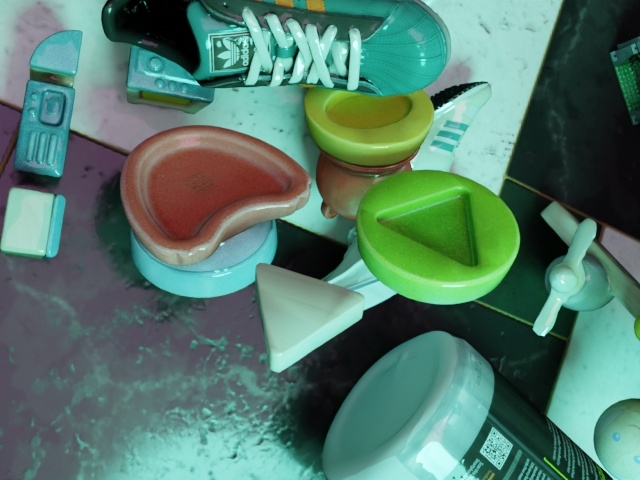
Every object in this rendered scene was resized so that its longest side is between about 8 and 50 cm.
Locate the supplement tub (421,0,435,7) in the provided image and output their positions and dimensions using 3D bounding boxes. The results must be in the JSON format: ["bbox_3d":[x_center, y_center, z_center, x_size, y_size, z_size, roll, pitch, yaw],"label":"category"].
[{"bbox_3d":[-0.008,-0.319,0.775,0.272,0.191,0.191,36,77,-15],"label":"supplement tub"}]

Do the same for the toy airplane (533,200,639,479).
[{"bbox_3d":[0.394,0.148,0.838,0.272,0.386,0.384,-38,112,-1],"label":"toy airplane"}]

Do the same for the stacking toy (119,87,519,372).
[{"bbox_3d":[0.000,0.000,0.713,0.309,0.130,0.279,-21,52,-23],"label":"stacking toy"}]

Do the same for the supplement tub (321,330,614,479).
[{"bbox_3d":[0.172,0.255,0.815,0.316,0.194,0.193,43,75,-12],"label":"supplement tub"}]

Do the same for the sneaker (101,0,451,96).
[{"bbox_3d":[-0.045,-0.171,0.703,0.302,0.108,0.121,15,40,15],"label":"sneaker"}]

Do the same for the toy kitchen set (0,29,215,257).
[{"bbox_3d":[-0.187,-0.080,0.739,0.166,0.122,0.207,8,85,-19],"label":"toy kitchen set"}]

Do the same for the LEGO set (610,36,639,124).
[{"bbox_3d":[0.511,-0.156,0.950,0.255,0.192,0.331,-13,92,-19],"label":"LEGO set"}]

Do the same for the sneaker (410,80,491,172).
[{"bbox_3d":[0.129,-0.110,0.892,0.161,0.057,0.075,-36,110,-16],"label":"sneaker"}]

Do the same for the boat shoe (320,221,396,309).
[{"bbox_3d":[0.066,0.010,0.849,0.258,0.095,0.084,-26,92,-29],"label":"boat shoe"}]
